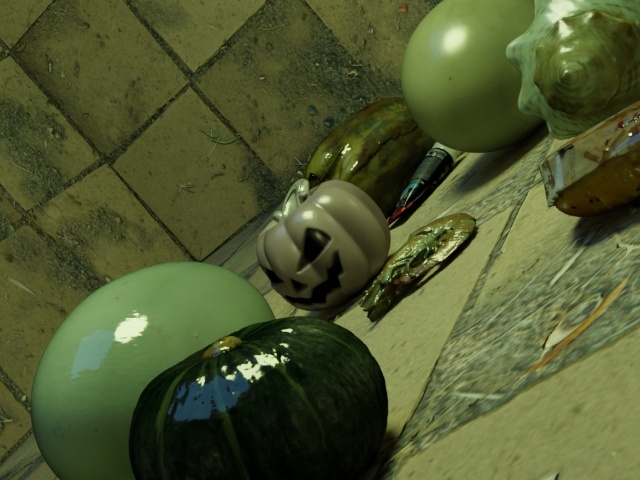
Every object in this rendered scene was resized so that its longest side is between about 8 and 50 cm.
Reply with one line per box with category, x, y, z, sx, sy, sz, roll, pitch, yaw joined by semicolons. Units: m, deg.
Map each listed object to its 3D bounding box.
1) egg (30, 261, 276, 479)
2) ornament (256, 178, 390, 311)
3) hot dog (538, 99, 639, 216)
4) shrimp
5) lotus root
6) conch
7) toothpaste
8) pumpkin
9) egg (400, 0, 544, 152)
egg;-0.157;0.139;1.146;0.230;0.230;0.371;-38;1;22
ornament;-0.001;0.000;1.458;0.177;0.177;0.177;-40;7;6
hot dog;0.284;-0.088;0.896;0.252;0.069;0.131;-30;3;42
shrimp;0.111;0.028;1.240;0.180;0.041;0.099;-42;22;-23
lotus root;0.090;-0.129;1.773;0.275;0.160;0.152;-37;39;-29
conch;0.315;-0.221;1.186;0.203;0.169;0.386;-6;26;29
toothpaste;0.157;-0.088;1.696;0.193;0.045;0.071;-51;2;-32
pumpkin;-0.048;0.146;0.851;0.211;0.152;0.211;-24;-2;-1
egg;0.222;-0.231;1.491;0.219;0.219;0.269;-32;12;51
